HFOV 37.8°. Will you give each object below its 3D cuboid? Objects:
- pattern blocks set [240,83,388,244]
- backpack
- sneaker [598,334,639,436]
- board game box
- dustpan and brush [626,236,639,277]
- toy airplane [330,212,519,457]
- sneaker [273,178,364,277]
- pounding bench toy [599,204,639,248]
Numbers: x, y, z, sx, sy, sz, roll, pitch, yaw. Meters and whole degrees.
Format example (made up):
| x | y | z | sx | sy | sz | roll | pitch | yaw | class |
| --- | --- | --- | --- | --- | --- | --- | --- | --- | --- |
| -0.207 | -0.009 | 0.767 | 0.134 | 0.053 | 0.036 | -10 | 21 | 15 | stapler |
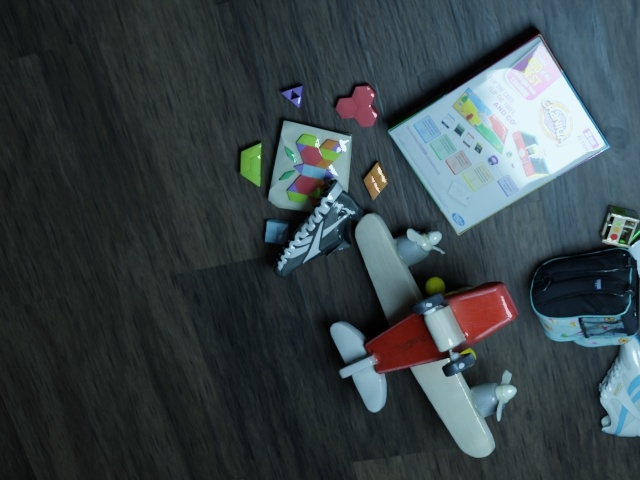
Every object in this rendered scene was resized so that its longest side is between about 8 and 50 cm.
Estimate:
| x | y | z | sx | sy | sz | roll | pitch | yaw | class |
| --- | --- | --- | --- | --- | --- | --- | --- | --- | --- |
| -0.014 | -0.136 | 1.791 | 0.286 | 0.026 | 0.324 | 0 | 111 | 10 | pattern blocks set |
| 0.488 | 0.110 | 1.721 | 0.188 | 0.165 | 0.144 | -4 | 140 | 23 | backpack |
| 0.588 | 0.281 | 1.809 | 0.092 | 0.087 | 0.228 | -2 | 108 | 13 | sneaker |
| 0.320 | -0.190 | 1.691 | 0.317 | 0.064 | 0.242 | -31 | 102 | 19 | board game box |
| 0.658 | 0.000 | 1.704 | 0.147 | 0.060 | 0.211 | 25 | 113 | 0 | dustpan and brush |
| 0.208 | 0.174 | 1.769 | 0.384 | 0.272 | 0.386 | 29 | 130 | 38 | toy airplane |
| 0.000 | 0.000 | 1.787 | 0.106 | 0.078 | 0.234 | 35 | 114 | -5 | sneaker |
| 0.564 | -0.019 | 1.718 | 0.083 | 0.052 | 0.065 | 14 | 112 | 5 | pounding bench toy |
